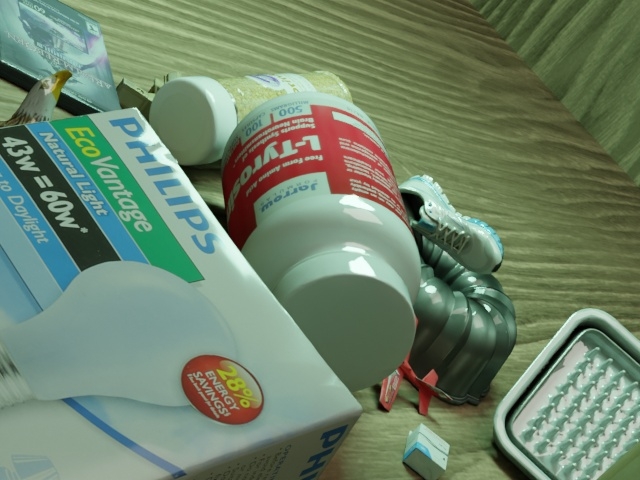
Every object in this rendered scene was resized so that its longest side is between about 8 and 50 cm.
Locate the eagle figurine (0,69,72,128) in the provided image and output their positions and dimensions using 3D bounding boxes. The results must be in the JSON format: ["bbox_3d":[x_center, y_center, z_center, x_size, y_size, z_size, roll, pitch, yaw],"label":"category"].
[{"bbox_3d":[-0.341,-0.101,1.530,0.298,0.226,0.225,33,49,7],"label":"eagle figurine"}]

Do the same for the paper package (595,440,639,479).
[{"bbox_3d":[0.415,0.398,1.717,0.309,0.325,0.168,35,23,-18],"label":"paper package"}]

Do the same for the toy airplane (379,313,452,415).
[{"bbox_3d":[0.114,0.170,1.997,0.151,0.028,0.151,17,64,-38],"label":"toy airplane"}]

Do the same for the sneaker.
[{"bbox_3d":[0.170,-0.016,2.128,0.190,0.071,0.083,40,26,21],"label":"sneaker"}]

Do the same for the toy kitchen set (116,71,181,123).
[{"bbox_3d":[-0.244,-0.221,2.142,0.075,0.068,0.083,32,23,-22],"label":"toy kitchen set"}]

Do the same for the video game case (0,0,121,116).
[{"bbox_3d":[-0.370,-0.266,2.078,0.196,0.026,0.274,27,25,-32],"label":"video game case"}]

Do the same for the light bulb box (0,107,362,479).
[{"bbox_3d":[-0.229,0.111,1.188,0.361,0.225,0.358,-15,57,-42],"label":"light bulb box"}]

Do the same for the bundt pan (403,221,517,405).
[{"bbox_3d":[0.153,0.074,2.172,0.330,0.124,0.331,35,22,-17],"label":"bundt pan"}]

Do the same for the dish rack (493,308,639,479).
[{"bbox_3d":[0.412,0.287,2.125,0.333,0.072,0.285,43,60,3],"label":"dish rack"}]

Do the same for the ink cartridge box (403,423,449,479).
[{"bbox_3d":[0.133,0.261,1.903,0.048,0.028,0.083,39,21,-6],"label":"ink cartridge box"}]

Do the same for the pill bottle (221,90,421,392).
[{"bbox_3d":[0.000,0.000,1.908,0.229,0.229,0.408,31,23,-25],"label":"pill bottle"}]

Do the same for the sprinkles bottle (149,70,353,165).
[{"bbox_3d":[-0.092,-0.180,2.196,0.121,0.121,0.355,49,29,18],"label":"sprinkles bottle"}]
